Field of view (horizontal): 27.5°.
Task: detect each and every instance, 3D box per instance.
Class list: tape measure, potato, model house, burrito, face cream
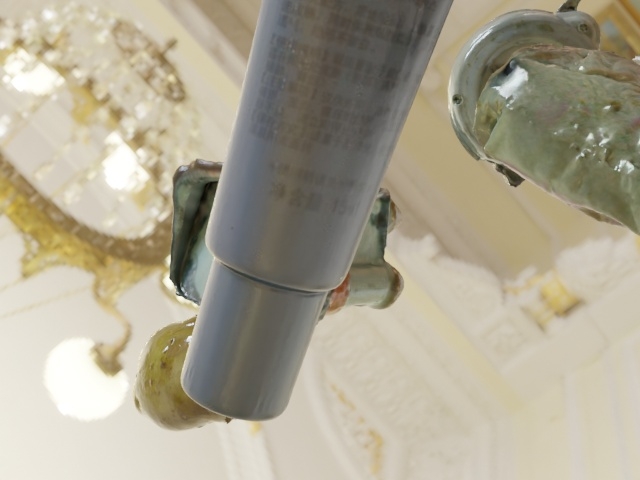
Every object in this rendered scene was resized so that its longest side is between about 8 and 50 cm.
[{"bbox_3d":[0.180,-0.216,1.184,0.084,0.164,0.330,-129,27,-85],"label":"tape measure"},{"bbox_3d":[-0.100,0.106,1.046,0.070,0.138,0.092,18,-119,-53],"label":"potato"},{"bbox_3d":[0.000,0.000,1.564,0.291,0.253,0.184,-3,-81,-42],"label":"model house"},{"bbox_3d":[0.210,-0.011,0.645,0.309,0.066,0.096,36,-134,28],"label":"burrito"},{"bbox_3d":[0.003,-0.079,0.754,0.135,0.385,0.086,12,-164,-21],"label":"face cream"}]

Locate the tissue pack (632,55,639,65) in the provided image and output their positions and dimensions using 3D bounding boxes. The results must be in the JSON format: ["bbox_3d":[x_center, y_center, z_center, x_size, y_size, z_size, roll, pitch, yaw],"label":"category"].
[{"bbox_3d":[0.456,-0.146,1.449,0.156,0.209,0.148,47,-124,-53],"label":"tissue pack"}]
